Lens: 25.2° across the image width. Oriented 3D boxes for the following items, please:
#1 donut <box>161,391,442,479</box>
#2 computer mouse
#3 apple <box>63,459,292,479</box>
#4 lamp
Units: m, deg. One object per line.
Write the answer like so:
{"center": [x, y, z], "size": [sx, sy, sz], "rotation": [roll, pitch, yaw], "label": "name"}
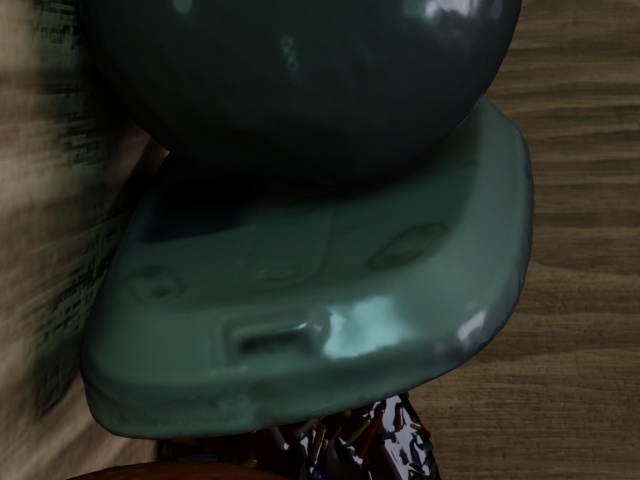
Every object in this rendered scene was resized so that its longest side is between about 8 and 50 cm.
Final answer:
{"center": [0.000, 0.158, 0.842], "size": [0.235, 0.089, 0.235], "rotation": [37, 45, -48], "label": "donut"}
{"center": [0.002, 0.006, 0.660], "size": [0.331, 0.197, 0.095], "rotation": [-70, 146, -67], "label": "computer mouse"}
{"center": [-0.036, 0.146, 0.350], "size": [0.168, 0.181, 0.181], "rotation": [40, 45, -53], "label": "apple"}
{"center": [-0.040, -0.107, 0.644], "size": [0.314, 0.182, 0.182], "rotation": [-6, -97, 61], "label": "lamp"}
